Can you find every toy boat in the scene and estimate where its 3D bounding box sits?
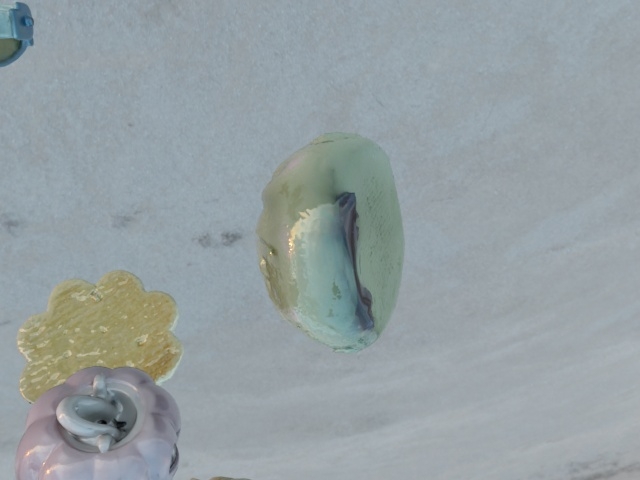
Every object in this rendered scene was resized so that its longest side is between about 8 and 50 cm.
[{"bbox_3d":[-0.436,-0.277,0.711,0.102,0.215,0.089,0,106,-8],"label":"toy boat"}]

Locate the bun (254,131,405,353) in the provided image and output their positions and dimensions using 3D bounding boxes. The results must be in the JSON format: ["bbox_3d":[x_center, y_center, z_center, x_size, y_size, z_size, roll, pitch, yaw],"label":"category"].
[{"bbox_3d":[0.000,0.000,0.735,0.187,0.293,0.293,1,147,24],"label":"bun"}]

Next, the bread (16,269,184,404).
[{"bbox_3d":[-0.411,0.203,1.002,0.315,0.316,0.054,-7,154,-11],"label":"bread"}]

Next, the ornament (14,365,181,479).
[{"bbox_3d":[-0.245,0.226,0.601,0.177,0.178,0.178,-10,140,-8],"label":"ornament"}]

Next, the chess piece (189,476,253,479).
[{"bbox_3d":[-0.249,0.672,1.381,0.137,0.138,0.300,9,161,-28],"label":"chess piece"}]
